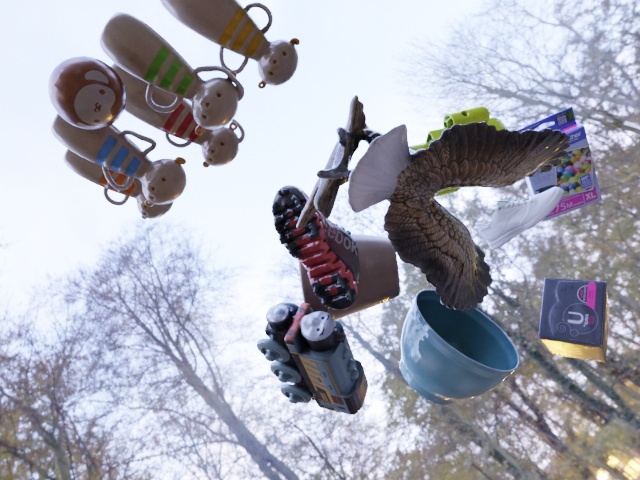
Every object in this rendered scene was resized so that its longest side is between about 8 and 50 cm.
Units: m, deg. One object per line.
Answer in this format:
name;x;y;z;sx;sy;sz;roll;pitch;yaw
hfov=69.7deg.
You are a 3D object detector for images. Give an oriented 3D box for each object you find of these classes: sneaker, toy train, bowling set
sneaker;0.468;-0.070;1.097;0.212;0.094;0.080;-43;-5;32
sneaker;0.000;0.000;0.923;0.276;0.097;0.135;59;-146;-19
toy train;-0.009;0.262;1.016;0.334;0.190;0.142;72;-148;-41
bowling set;-0.153;-0.105;0.440;0.154;0.200;0.287;34;-66;-18

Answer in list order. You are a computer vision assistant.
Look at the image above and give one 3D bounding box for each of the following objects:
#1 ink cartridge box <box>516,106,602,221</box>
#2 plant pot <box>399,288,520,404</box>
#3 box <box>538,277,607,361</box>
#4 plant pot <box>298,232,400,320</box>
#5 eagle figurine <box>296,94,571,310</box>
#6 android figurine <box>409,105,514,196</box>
ink cartridge box;0.726;-0.226;1.408;0.185;0.065;0.311;-22;-67;16
plant pot;0.326;0.293;1.188;0.293;0.293;0.196;5;-57;-41
box;0.680;0.216;1.221;0.270;0.143;0.165;33;-115;-52
plant pot;0.074;0.081;1.143;0.229;0.263;0.263;-7;-50;5
eagle figurine;0.149;-0.062;0.584;0.226;0.298;0.225;118;177;-61
android figurine;0.302;-0.185;1.012;0.272;0.056;0.248;-16;-32;-11
